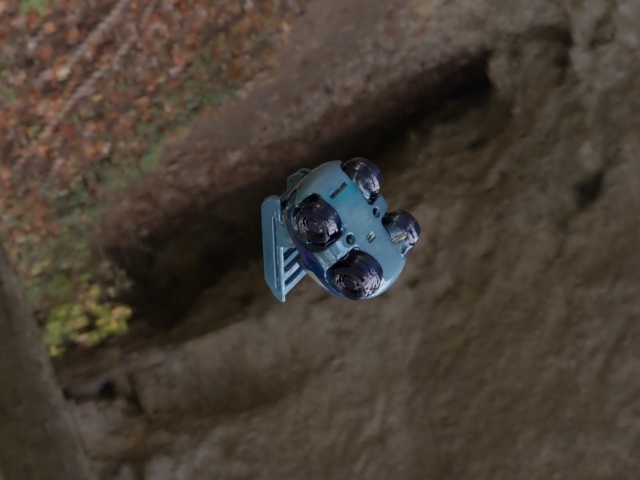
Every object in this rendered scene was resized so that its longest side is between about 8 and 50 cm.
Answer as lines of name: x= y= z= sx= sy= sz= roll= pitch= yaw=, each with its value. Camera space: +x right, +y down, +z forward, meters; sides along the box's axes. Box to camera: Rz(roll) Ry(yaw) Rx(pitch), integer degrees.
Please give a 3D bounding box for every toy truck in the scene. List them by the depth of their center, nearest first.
toy truck: x=0.000 y=0.000 z=0.727 sx=0.090 sy=0.073 sz=0.056 roll=-19 pitch=-160 yaw=52
